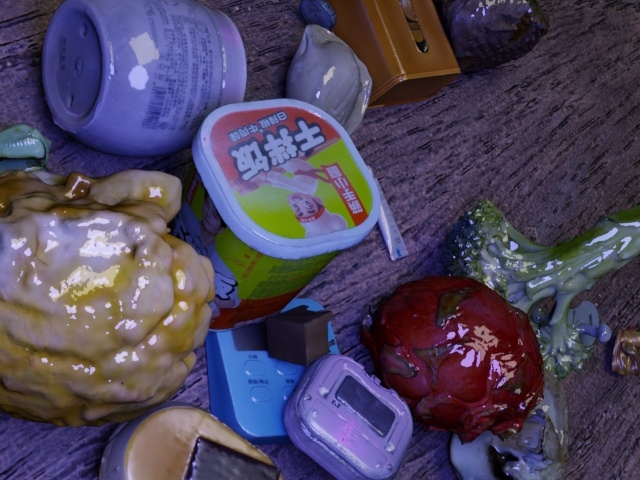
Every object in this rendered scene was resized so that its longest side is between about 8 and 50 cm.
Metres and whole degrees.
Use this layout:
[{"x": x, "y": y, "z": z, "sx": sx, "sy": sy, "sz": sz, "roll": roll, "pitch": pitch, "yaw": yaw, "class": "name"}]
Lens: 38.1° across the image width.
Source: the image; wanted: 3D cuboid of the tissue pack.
[{"x": 0.144, "y": -0.428, "z": 1.897, "sx": 0.194, "sy": 0.145, "sz": 0.275, "roll": -15, "pitch": 81, "yaw": -38, "class": "tissue pack"}]

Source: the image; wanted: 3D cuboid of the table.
[{"x": -0.029, "y": 0.152, "z": 1.503, "sx": 0.082, "sy": 0.083, "sz": 0.070, "roll": -19, "pitch": 110, "yaw": -47, "class": "table"}]

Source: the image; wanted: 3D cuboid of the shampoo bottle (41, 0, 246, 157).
[{"x": -0.278, "y": -0.268, "z": 1.475, "sx": 0.266, "sy": 0.273, "sz": 0.273, "roll": -1, "pitch": 72, "yaw": -43, "class": "shampoo bottle"}]

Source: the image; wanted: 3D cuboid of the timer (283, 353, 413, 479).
[{"x": 0.049, "y": 0.286, "z": 1.479, "sx": 0.208, "sy": 0.069, "sz": 0.191, "roll": 37, "pitch": 42, "yaw": -4, "class": "timer"}]

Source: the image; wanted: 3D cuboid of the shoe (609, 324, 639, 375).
[{"x": 0.669, "y": 0.244, "z": 2.018, "sx": 0.069, "sy": 0.072, "sz": 0.109, "roll": 17, "pitch": 49, "yaw": 17, "class": "shoe"}]

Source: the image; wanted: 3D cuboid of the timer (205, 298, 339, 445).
[{"x": -0.069, "y": 0.208, "z": 1.539, "sx": 0.231, "sy": 0.091, "sz": 0.250, "roll": 3, "pitch": 67, "yaw": -32, "class": "timer"}]

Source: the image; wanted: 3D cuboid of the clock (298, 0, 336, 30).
[{"x": -0.007, "y": -0.449, "z": 1.842, "sx": 0.085, "sy": 0.085, "sz": 0.017, "roll": 44, "pitch": 62, "yaw": -11, "class": "clock"}]

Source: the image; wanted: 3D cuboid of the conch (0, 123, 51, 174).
[{"x": -0.484, "y": -0.111, "z": 1.407, "sx": 0.170, "sy": 0.079, "sz": 0.106, "roll": -25, "pitch": 80, "yaw": -22, "class": "conch"}]

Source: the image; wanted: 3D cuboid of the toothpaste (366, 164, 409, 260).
[{"x": 0.120, "y": -0.055, "z": 1.803, "sx": 0.048, "sy": 0.031, "sz": 0.190, "roll": -19, "pitch": 86, "yaw": -40, "class": "toothpaste"}]

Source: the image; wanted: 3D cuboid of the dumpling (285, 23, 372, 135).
[{"x": 0.022, "y": -0.281, "z": 1.772, "sx": 0.179, "sy": 0.131, "sz": 0.252, "roll": 16, "pitch": 73, "yaw": -42, "class": "dumpling"}]

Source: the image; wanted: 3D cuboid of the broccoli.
[{"x": 0.410, "y": 0.031, "z": 1.749, "sx": 0.353, "sy": 0.397, "sz": 0.275, "roll": 17, "pitch": 38, "yaw": -22, "class": "broccoli"}]

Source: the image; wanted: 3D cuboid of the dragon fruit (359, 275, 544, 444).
[{"x": 0.232, "y": 0.197, "z": 1.607, "sx": 0.342, "sy": 0.277, "sz": 0.277, "roll": 42, "pitch": 52, "yaw": 9, "class": "dragon fruit"}]

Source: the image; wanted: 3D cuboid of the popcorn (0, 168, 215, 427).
[{"x": -0.335, "y": 0.085, "z": 1.209, "sx": 0.354, "sy": 0.390, "sz": 0.344, "roll": 52, "pitch": 28, "yaw": 20, "class": "popcorn"}]

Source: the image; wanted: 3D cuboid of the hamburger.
[{"x": -0.185, "y": 0.369, "z": 1.359, "sx": 0.295, "sy": 0.151, "sz": 0.227, "roll": 39, "pitch": 56, "yaw": -7, "class": "hamburger"}]

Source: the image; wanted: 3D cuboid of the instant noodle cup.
[{"x": -0.101, "y": -0.022, "z": 1.445, "sx": 0.293, "sy": 0.308, "sz": 0.294, "roll": 15, "pitch": 51, "yaw": -19, "class": "instant noodle cup"}]

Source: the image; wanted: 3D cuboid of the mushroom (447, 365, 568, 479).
[{"x": 0.355, "y": 0.372, "z": 1.698, "sx": 0.164, "sy": 0.189, "sz": 0.267, "roll": 50, "pitch": 38, "yaw": -34, "class": "mushroom"}]

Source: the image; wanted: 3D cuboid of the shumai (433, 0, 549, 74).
[{"x": 0.338, "y": -0.524, "z": 1.994, "sx": 0.346, "sy": 0.217, "sz": 0.283, "roll": 9, "pitch": 56, "yaw": -61, "class": "shumai"}]

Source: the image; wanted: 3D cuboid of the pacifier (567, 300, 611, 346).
[{"x": 0.553, "y": 0.195, "z": 1.935, "sx": 0.150, "sy": 0.116, "sz": 0.127, "roll": -8, "pitch": 102, "yaw": -39, "class": "pacifier"}]
